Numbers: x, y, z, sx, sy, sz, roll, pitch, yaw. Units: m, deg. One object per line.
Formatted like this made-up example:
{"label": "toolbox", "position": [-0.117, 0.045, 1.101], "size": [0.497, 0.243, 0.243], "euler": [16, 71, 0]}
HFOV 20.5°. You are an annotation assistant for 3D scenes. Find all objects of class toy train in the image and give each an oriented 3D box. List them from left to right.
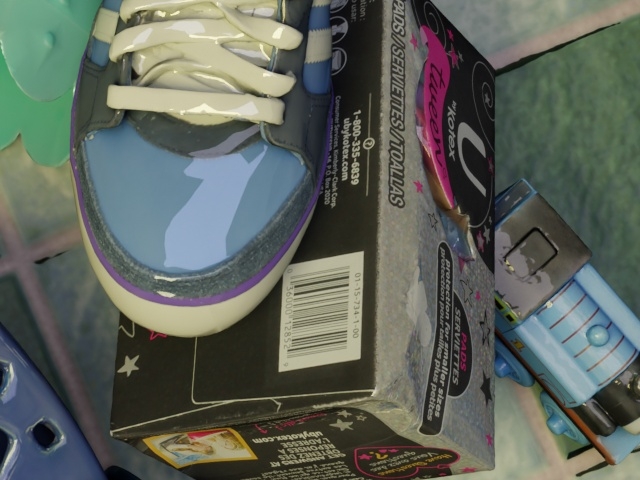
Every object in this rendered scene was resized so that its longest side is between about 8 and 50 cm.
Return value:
{"label": "toy train", "position": [0.139, 0.050, 1.044], "size": [0.080, 0.105, 0.184], "euler": [-40, 89, -11]}

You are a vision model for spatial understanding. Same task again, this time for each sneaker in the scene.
{"label": "sneaker", "position": [-0.049, -0.144, 0.799], "size": [0.130, 0.236, 0.322], "euler": [9, 65, 4]}

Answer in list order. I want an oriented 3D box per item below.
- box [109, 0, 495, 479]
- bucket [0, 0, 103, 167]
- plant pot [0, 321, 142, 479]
{"label": "box", "position": [0.000, 0.000, 0.954], "size": [0.163, 0.142, 0.247], "euler": [-12, 63, 27]}
{"label": "bucket", "position": [-0.217, -0.174, 0.944], "size": [0.281, 0.281, 0.183], "euler": [21, 78, -5]}
{"label": "plant pot", "position": [-0.212, 0.156, 0.919], "size": [0.212, 0.236, 0.236], "euler": [42, 79, -8]}
